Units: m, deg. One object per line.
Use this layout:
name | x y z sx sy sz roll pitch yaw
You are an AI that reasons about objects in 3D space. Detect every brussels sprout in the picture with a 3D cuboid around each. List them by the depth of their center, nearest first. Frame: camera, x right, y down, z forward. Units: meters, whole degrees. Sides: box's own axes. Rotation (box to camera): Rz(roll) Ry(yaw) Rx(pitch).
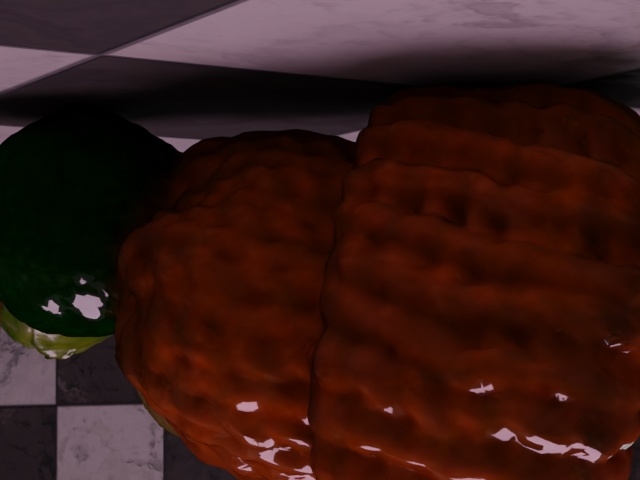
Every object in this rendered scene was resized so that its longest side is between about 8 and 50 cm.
brussels sprout | -0.239 0.025 1.544 0.149 0.152 0.122 27 137 -16

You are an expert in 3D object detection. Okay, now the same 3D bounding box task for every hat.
hat | -0.011 0.024 0.862 0.400 0.285 0.285 14 177 4

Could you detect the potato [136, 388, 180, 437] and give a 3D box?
potato | -0.102 0.092 1.684 0.242 0.243 0.285 0 -173 -5
